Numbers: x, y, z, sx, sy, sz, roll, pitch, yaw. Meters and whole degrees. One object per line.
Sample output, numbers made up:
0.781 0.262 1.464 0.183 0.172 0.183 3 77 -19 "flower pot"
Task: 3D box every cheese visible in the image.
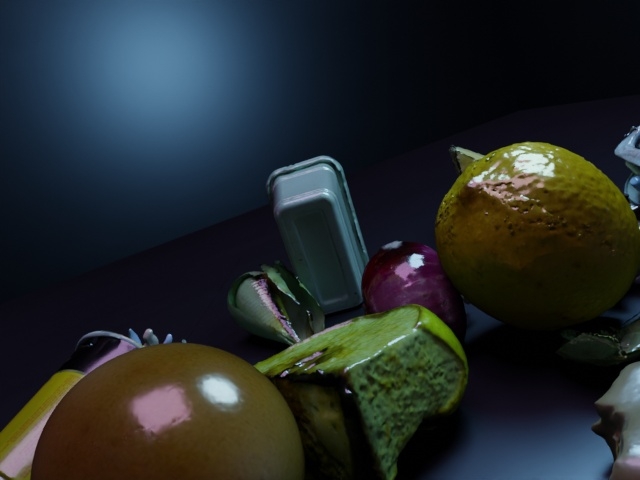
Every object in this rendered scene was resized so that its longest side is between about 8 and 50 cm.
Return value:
0.330 0.188 0.504 0.202 0.091 0.175 -28 16 -37 "cheese"

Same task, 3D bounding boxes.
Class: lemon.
0.312 0.001 0.803 0.258 0.310 0.258 -55 16 25 "lemon"

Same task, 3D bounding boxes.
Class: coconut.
0.369 0.131 0.720 0.158 0.055 0.133 -11 -14 -21 "coconut"

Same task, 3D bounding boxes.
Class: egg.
-0.160 0.232 0.576 0.250 0.250 0.322 -29 13 -39 "egg"

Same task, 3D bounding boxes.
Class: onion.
0.147 0.092 0.911 0.200 0.201 0.207 -10 21 25 "onion"

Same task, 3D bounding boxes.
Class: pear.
0.050 0.187 0.710 0.255 0.164 0.238 -23 4 -42 "pear"

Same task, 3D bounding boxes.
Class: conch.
-0.084 0.122 1.099 0.250 0.137 0.143 -4 48 56 "conch"

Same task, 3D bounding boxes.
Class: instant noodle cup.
-0.328 0.275 0.760 0.215 0.215 0.236 -8 25 30 "instant noodle cup"

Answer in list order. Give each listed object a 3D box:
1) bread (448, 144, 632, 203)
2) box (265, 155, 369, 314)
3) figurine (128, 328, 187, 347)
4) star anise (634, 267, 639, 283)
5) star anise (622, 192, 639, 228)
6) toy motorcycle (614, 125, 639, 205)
0.468 -0.146 1.276 0.315 0.279 0.248 -26 5 12 "bread"
0.000 0.000 1.180 0.175 0.312 0.182 -16 22 4 "box"
-0.302 0.229 0.953 0.183 0.128 0.208 -21 -26 -15 "figurine"
0.647 0.025 0.906 0.227 0.218 0.148 28 -8 12 "star anise"
0.452 -0.009 0.947 0.272 0.102 0.272 -39 15 13 "star anise"
0.734 -0.163 1.077 0.182 0.241 0.319 -15 14 -21 "toy motorcycle"
